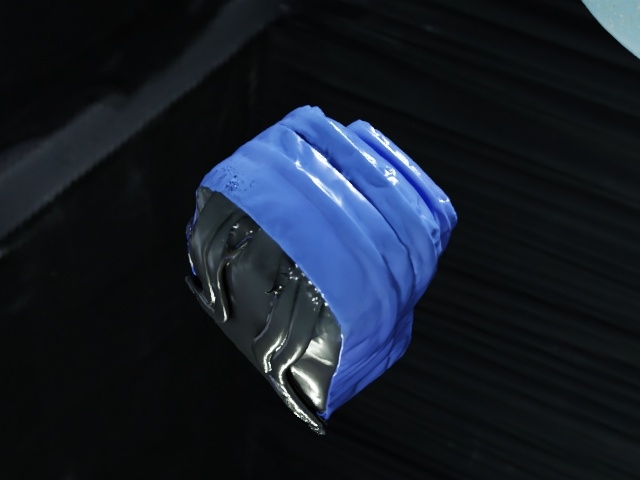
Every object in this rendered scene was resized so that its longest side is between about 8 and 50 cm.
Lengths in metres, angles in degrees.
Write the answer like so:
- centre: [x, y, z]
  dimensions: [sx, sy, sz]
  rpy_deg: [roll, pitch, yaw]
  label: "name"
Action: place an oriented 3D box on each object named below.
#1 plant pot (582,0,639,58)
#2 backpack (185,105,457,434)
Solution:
- centre: [0.288, -0.234, 0.871]
  dimensions: [0.248, 0.247, 0.252]
  rpy_deg: [116, 156, -59]
  label: "plant pot"
- centre: [0.000, 0.000, 0.557]
  dimensions: [0.101, 0.098, 0.120]
  rpy_deg: [-45, -16, -18]
  label: "backpack"
